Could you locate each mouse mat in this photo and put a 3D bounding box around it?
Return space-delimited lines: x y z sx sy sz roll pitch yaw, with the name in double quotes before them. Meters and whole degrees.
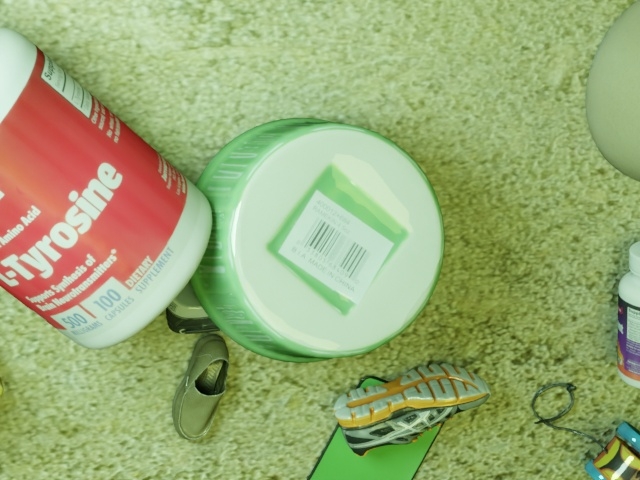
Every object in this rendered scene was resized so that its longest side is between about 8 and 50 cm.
"mouse mat" 0.080 0.285 1.981 0.152 0.007 0.190 22 101 -26

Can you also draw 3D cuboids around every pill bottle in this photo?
"pill bottle" -0.332 -0.080 1.562 0.229 0.229 0.407 -47 118 3
"pill bottle" 0.466 0.101 1.982 0.108 0.108 0.194 -10 114 -15

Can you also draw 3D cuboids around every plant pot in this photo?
"plant pot" 0.510 -0.177 1.838 0.284 0.191 0.284 -7 113 -16

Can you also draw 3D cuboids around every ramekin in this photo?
"ramekin" 0.000 0.000 1.702 0.303 0.148 0.304 0 91 -18

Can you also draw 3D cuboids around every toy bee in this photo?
"toy bee" 0.439 0.340 2.042 0.298 0.162 0.195 13 108 -23

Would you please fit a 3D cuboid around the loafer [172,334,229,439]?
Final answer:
"loafer" -0.153 0.194 1.837 0.056 0.050 0.148 6 109 -21

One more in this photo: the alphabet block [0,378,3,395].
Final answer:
"alphabet block" -0.496 0.116 1.606 0.192 0.193 0.197 -33 118 -3

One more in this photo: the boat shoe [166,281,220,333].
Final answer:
"boat shoe" -0.086 0.080 1.805 0.228 0.080 0.076 -9 138 -23

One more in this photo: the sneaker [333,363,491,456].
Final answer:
"sneaker" 0.125 0.229 1.929 0.214 0.084 0.083 -12 118 -5
